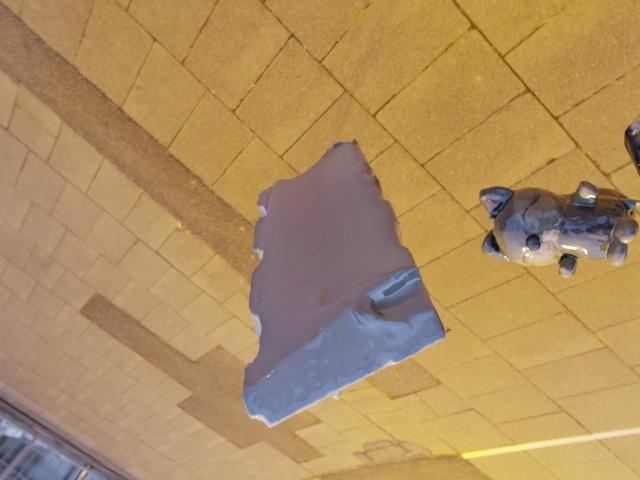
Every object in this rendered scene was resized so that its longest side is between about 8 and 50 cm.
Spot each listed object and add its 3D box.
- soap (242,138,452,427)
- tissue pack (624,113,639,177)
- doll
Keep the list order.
[{"bbox_3d":[0.000,0.000,0.434,0.159,0.258,0.301,-27,73,10],"label":"soap"},{"bbox_3d":[0.490,-0.002,0.370,0.253,0.264,0.416,-23,98,55],"label":"tissue pack"},{"bbox_3d":[0.651,-0.037,1.208,0.383,0.379,0.251,10,98,35],"label":"doll"}]
